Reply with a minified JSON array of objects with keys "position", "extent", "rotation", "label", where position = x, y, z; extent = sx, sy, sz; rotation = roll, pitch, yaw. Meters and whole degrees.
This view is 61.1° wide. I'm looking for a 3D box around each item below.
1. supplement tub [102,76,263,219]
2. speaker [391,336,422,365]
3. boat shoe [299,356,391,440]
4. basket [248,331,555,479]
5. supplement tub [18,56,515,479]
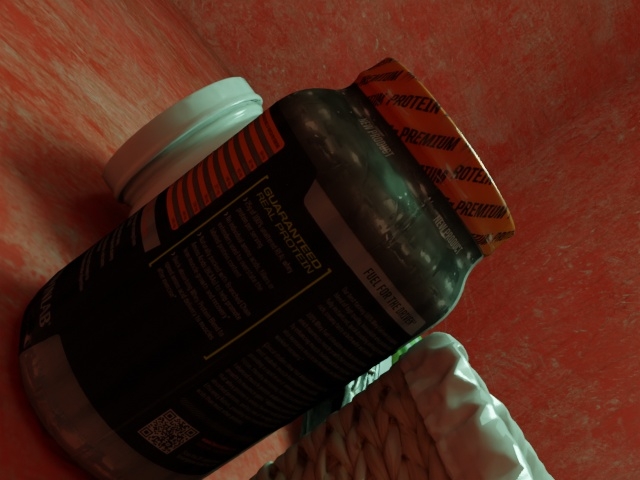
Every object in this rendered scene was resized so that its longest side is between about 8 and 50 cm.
[{"position":[-0.073,0.003,0.653],"extent":[0.331,0.241,0.241],"rotation":[54,9,-5],"label":"supplement tub"},{"position":[0.244,0.328,1.491],"extent":[0.131,0.131,0.297],"rotation":[48,11,-38],"label":"speaker"},{"position":[0.021,0.200,0.743],"extent":[0.105,0.113,0.306],"rotation":[41,38,-24],"label":"boat shoe"},{"position":[0.092,0.303,0.323],"extent":[0.328,0.266,0.331],"rotation":[51,10,-20],"label":"basket"},{"position":[-0.039,0.027,0.428],"extent":[0.207,0.338,0.207],"rotation":[53,9,-13],"label":"supplement tub"}]
